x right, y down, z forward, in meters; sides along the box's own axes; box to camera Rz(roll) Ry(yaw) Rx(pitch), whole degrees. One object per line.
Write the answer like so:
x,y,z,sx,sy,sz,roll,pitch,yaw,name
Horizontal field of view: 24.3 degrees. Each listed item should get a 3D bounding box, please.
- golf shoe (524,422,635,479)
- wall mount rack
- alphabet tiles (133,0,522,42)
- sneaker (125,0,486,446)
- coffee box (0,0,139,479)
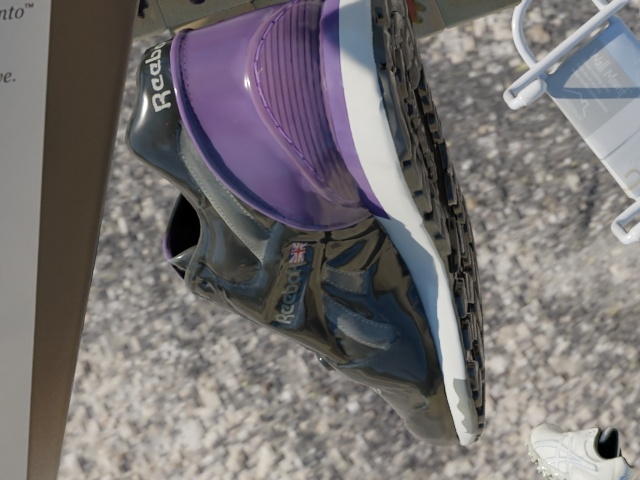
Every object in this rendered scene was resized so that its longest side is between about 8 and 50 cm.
0.245,0.201,1.367,0.069,0.176,0.086,35,101,-17,golf shoe
0.383,-0.171,1.624,0.304,0.130,0.350,-40,100,7,wall mount rack
-0.023,-0.247,0.969,0.011,0.342,0.285,130,119,-74,alphabet tiles
0.000,0.000,0.668,0.124,0.107,0.283,-8,140,12,sneaker
-0.151,0.021,0.384,0.168,0.118,0.297,39,125,44,coffee box
